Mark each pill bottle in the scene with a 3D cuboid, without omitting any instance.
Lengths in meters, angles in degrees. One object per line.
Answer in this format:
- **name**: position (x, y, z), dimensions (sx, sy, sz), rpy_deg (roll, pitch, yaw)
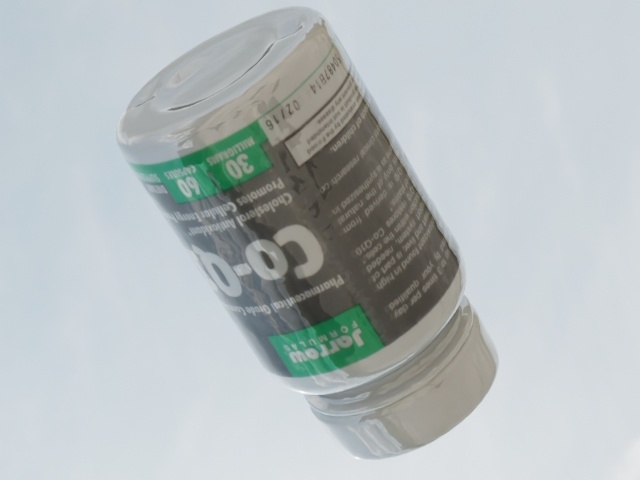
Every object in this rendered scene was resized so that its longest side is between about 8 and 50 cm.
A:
- **pill bottle**: position (0.000, 0.000, 1.376), dimensions (0.361, 0.204, 0.204), rpy_deg (58, -132, -23)
